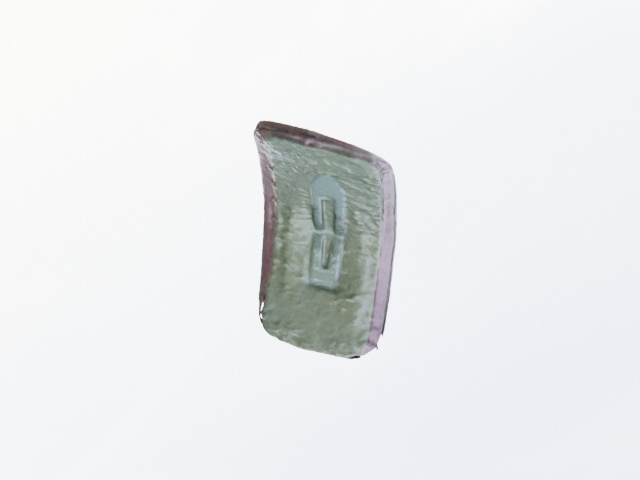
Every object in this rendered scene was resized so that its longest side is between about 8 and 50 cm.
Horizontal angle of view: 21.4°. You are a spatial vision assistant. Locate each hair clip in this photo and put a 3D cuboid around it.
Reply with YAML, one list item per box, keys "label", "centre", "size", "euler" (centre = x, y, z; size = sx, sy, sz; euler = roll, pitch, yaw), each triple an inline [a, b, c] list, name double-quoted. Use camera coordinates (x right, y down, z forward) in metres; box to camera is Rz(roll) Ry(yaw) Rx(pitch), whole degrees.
- label: "hair clip"
  centre: [0.001, -0.001, 0.646]
  size: [0.137, 0.054, 0.022]
  euler: [90, 20, -53]
